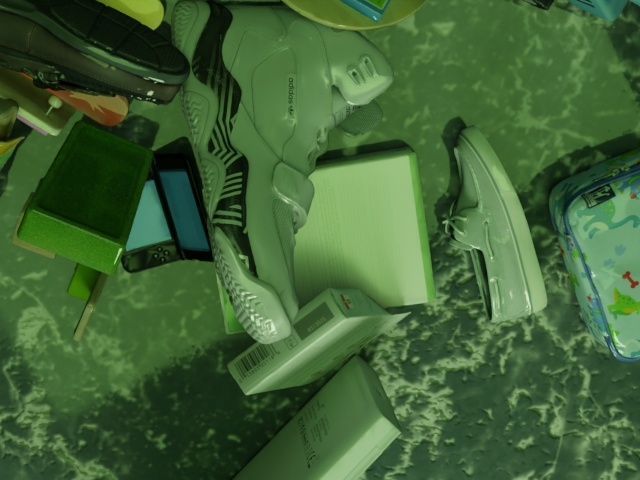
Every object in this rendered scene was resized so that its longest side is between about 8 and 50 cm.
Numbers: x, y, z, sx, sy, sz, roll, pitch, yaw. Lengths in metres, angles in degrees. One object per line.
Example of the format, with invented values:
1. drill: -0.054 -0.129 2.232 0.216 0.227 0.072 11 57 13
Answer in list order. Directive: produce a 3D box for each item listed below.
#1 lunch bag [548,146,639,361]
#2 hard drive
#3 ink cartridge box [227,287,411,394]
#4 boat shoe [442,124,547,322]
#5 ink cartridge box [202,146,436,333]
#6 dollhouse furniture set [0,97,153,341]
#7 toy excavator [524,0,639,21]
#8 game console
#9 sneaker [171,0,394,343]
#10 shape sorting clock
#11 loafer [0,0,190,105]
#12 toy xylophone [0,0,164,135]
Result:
1. lunch bag: 0.363 0.010 1.439 0.176 0.090 0.219 -22 105 -3
2. hard drive: -0.045 0.270 1.397 0.040 0.203 0.307 42 96 -13
3. ink cartridge box: 0.003 0.103 1.380 0.145 0.179 0.045 -38 76 20
4. boat shoe: 0.180 -0.011 1.419 0.081 0.079 0.227 -23 107 -5
5. ink cartridge box: 0.000 0.000 1.417 0.235 0.056 0.171 -9 103 -1
6. dollhouse furniture set: -0.344 -0.033 1.286 0.302 0.151 0.197 22 131 -9
7. toy excavator: 0.382 -0.276 1.288 0.445 0.433 0.222 31 99 17
8. game console: -0.177 -0.027 1.385 0.107 0.071 0.122 -16 103 -2
9. sneaker: -0.021 -0.088 1.305 0.210 0.137 0.365 -11 74 -7
10. shape sorting clock: 0.025 -0.305 1.317 0.206 0.040 0.206 4 72 -13
11. loafer: -0.276 -0.195 1.249 0.303 0.109 0.095 24 119 -4
12. toy xylophone: -0.259 -0.276 1.316 0.236 0.081 0.322 25 99 -10
